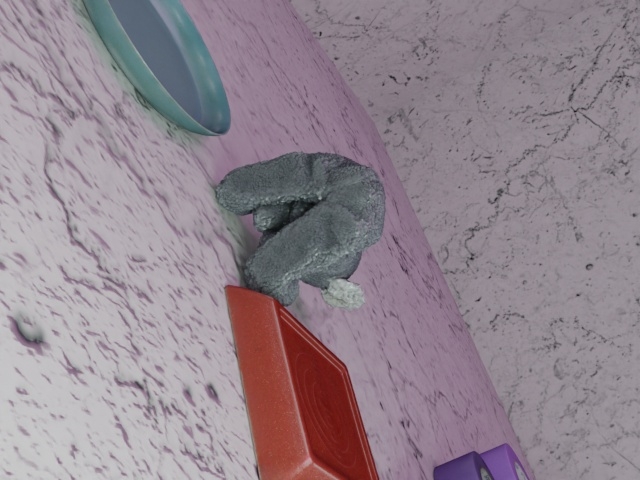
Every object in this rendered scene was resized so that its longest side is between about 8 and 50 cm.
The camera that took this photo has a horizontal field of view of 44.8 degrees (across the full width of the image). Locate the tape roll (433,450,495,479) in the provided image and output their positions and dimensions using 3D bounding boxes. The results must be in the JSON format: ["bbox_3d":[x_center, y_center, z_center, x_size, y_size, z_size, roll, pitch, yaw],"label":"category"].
[{"bbox_3d":[0.280,0.481,1.391,0.189,0.080,0.189,59,12,-21],"label":"tape roll"}]

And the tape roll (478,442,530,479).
[{"bbox_3d":[0.448,0.613,1.786,0.275,0.090,0.275,58,12,-21],"label":"tape roll"}]

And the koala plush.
[{"bbox_3d":[0.000,0.000,1.046,0.221,0.203,0.196,65,4,-64],"label":"koala plush"}]

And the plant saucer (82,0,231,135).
[{"bbox_3d":[-0.218,-0.268,0.998,0.317,0.044,0.317,59,13,-22],"label":"plant saucer"}]

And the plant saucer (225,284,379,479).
[{"bbox_3d":[-0.006,0.197,0.887,0.259,0.048,0.258,48,19,-48],"label":"plant saucer"}]
